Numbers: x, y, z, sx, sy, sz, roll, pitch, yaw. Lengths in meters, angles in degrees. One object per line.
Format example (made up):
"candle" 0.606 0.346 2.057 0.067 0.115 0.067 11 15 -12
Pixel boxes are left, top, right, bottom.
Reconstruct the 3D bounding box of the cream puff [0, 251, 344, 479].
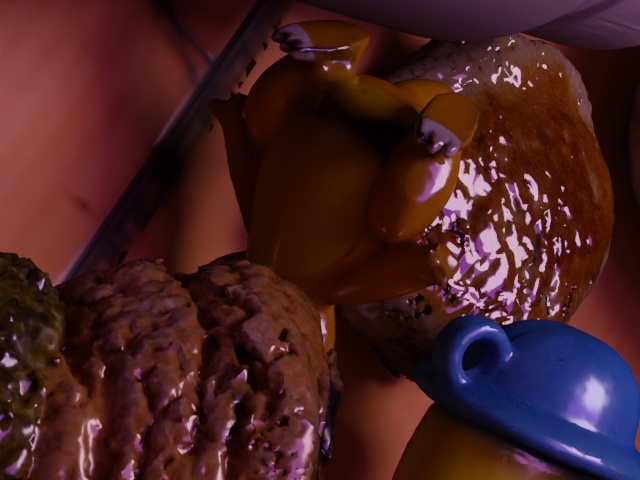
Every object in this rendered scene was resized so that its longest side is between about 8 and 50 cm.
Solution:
"cream puff" -0.103 0.065 0.601 0.169 0.183 0.183 29 67 -20

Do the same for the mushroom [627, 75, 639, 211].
"mushroom" 0.304 -0.062 1.024 0.315 0.356 0.315 -26 135 -29

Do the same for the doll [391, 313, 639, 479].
"doll" 0.079 0.199 0.828 0.199 0.145 0.363 -21 117 -29

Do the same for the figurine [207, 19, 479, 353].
"figurine" 0.001 0.001 0.743 0.176 0.121 0.122 -58 163 17

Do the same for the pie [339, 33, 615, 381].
"pie" 0.076 -0.017 0.875 0.193 0.079 0.163 -37 113 -40

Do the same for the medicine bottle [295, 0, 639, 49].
"medicine bottle" 0.038 -0.186 0.703 0.339 0.208 0.208 7 87 -53
